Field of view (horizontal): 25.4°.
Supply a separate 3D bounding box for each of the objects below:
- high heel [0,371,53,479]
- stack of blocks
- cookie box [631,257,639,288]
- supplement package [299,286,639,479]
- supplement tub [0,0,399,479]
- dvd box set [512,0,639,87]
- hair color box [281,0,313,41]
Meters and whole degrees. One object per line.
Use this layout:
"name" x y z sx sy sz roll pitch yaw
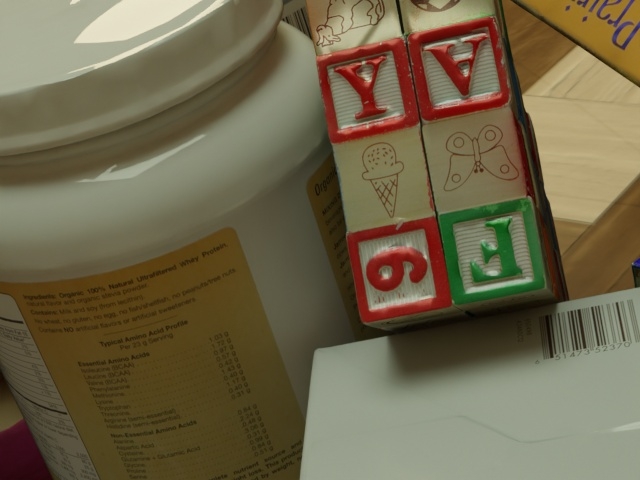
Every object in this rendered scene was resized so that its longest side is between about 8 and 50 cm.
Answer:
"high heel" -0.247 0.094 0.880 0.127 0.181 0.377 7 37 38
"stack of blocks" 0.077 -0.036 0.784 0.087 0.171 0.297 -12 -10 11
"cookie box" 0.261 0.023 0.862 0.092 0.040 0.107 -32 32 -26
"supplement package" 0.133 0.137 0.629 0.262 0.145 0.204 -11 30 11
"supplement tub" -0.078 0.012 0.787 0.228 0.316 0.228 -14 29 8
"dvd box set" 0.288 -0.012 0.657 0.062 0.308 0.420 -57 29 13
"hair color box" -0.145 -0.220 1.437 0.185 0.113 0.374 -34 32 -26
